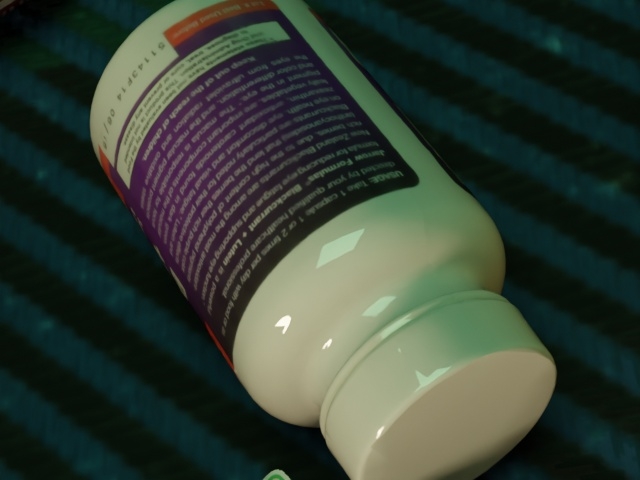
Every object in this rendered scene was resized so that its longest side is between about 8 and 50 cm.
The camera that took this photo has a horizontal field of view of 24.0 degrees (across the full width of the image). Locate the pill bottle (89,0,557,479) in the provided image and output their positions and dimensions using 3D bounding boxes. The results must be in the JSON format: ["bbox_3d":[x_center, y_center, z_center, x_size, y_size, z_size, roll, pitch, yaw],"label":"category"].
[{"bbox_3d":[0.000,0.000,0.557,0.108,0.108,0.193,-31,55,-8],"label":"pill bottle"}]

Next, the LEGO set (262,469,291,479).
[{"bbox_3d":[0.013,0.215,0.461,0.244,0.060,0.182,38,84,33],"label":"LEGO set"}]

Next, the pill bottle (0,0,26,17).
[{"bbox_3d":[-0.181,-0.136,0.708,0.152,0.086,0.086,-35,55,-11],"label":"pill bottle"}]
